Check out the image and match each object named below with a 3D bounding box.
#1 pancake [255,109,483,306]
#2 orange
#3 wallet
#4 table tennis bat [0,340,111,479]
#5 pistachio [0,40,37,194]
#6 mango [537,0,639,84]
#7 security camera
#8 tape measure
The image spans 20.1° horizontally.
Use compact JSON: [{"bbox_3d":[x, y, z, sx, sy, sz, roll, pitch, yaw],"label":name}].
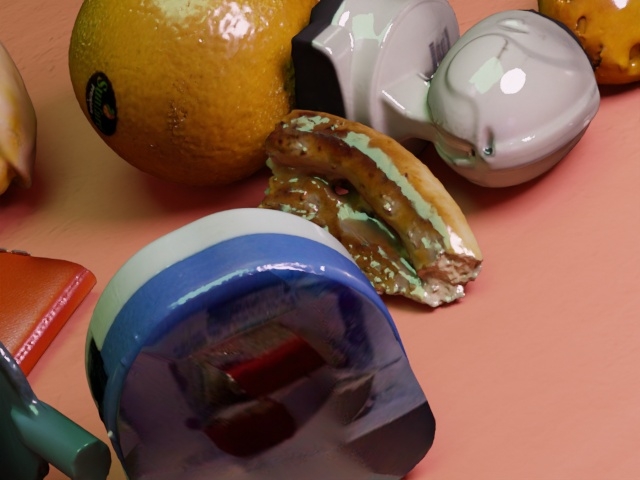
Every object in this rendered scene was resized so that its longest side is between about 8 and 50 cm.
[{"bbox_3d":[0.000,0.000,1.708,0.244,0.057,0.266,-40,59,4],"label":"pancake"},{"bbox_3d":[-0.125,-0.189,1.867,0.274,0.274,0.274,-13,38,11],"label":"orange"},{"bbox_3d":[-0.329,0.096,1.794,0.142,0.045,0.204,8,47,30],"label":"wallet"},{"bbox_3d":[-0.292,0.139,1.582,0.044,0.215,0.329,-31,34,-32],"label":"table tennis bat"},{"bbox_3d":[-0.436,-0.145,2.001,0.230,0.230,0.309,-32,56,-14],"label":"pistachio"},{"bbox_3d":[0.308,-0.258,1.854,0.156,0.151,0.249,25,37,-1],"label":"mango"},{"bbox_3d":[0.132,-0.151,1.764,0.277,0.197,0.191,17,43,31],"label":"security camera"},{"bbox_3d":[-0.066,0.109,1.494,0.259,0.262,0.138,-26,28,-7],"label":"tape measure"}]
